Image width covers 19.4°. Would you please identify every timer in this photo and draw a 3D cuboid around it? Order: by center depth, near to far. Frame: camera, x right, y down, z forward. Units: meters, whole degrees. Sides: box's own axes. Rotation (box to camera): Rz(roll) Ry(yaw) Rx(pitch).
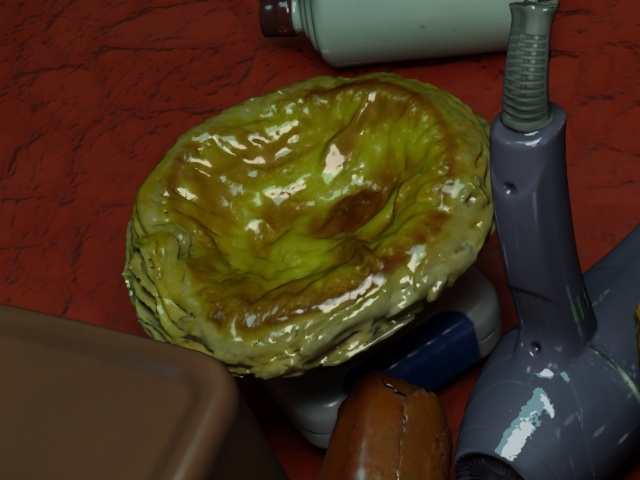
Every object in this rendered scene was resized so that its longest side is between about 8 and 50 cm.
[{"bbox_3d":[0.006,0.035,1.428,0.178,0.078,0.253,-31,49,-12],"label":"timer"}]

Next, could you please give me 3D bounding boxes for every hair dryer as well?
[{"bbox_3d":[0.177,-0.017,1.241,0.121,0.361,0.301,17,50,33],"label":"hair dryer"}]

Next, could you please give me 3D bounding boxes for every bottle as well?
[{"bbox_3d":[0.068,-0.204,1.594,0.245,0.104,0.104,-5,50,13],"label":"bottle"}]

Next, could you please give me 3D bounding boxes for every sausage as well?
[{"bbox_3d":[0.027,0.237,1.214,0.102,0.102,0.330,2,59,18],"label":"sausage"}]

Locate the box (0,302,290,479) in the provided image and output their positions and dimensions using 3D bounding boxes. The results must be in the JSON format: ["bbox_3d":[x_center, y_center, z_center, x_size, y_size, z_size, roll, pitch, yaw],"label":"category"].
[{"bbox_3d":[-0.200,0.196,1.249,0.339,0.229,0.239,11,55,25],"label":"box"}]

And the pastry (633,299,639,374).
[{"bbox_3d":[0.321,0.121,1.197,0.237,0.170,0.256,-13,44,-29],"label":"pastry"}]

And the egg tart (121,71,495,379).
[{"bbox_3d":[0.000,0.000,1.324,0.295,0.116,0.295,-14,40,13],"label":"egg tart"}]
